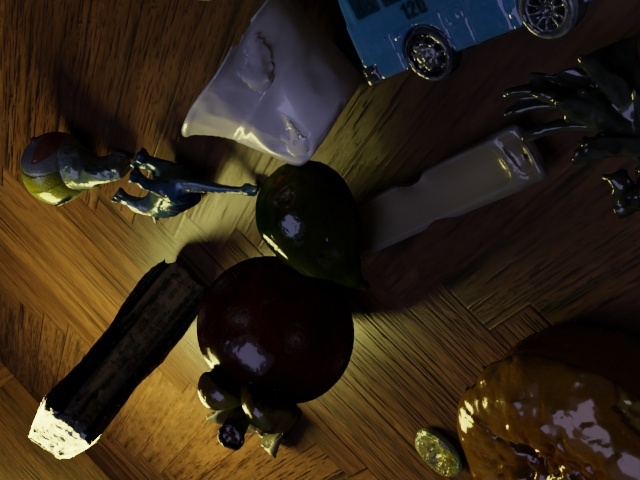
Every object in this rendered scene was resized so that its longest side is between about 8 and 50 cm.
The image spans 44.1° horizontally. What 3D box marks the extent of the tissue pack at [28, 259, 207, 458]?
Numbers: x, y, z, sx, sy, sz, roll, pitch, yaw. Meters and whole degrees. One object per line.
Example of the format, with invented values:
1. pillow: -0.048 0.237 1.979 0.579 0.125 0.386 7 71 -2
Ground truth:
1. tissue pack: -0.341 0.202 1.322 0.123 0.332 0.245 41 145 -6

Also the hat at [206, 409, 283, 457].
1. hat: -0.120 0.332 1.454 0.147 0.085 0.175 25 164 14

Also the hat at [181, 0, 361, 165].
1. hat: -0.039 -0.154 0.796 0.126 0.203 0.203 33 148 -11

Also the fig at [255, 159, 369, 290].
1. fig: 0.000 0.000 0.861 0.117 0.117 0.177 3 129 47

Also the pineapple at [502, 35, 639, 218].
1. pineapple: 0.287 -0.036 0.558 0.340 0.169 0.169 41 147 25

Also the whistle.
1. whistle: -0.398 -0.123 1.266 0.223 0.123 0.123 0 125 32

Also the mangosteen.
1. mangosteen: -0.067 0.149 1.029 0.215 0.257 0.215 13 152 7

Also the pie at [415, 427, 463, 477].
1. pie: 0.170 0.302 1.126 0.084 0.021 0.084 31 141 30

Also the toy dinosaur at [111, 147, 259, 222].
1. toy dinosaur: -0.227 -0.078 1.138 0.144 0.076 0.329 28 156 -31

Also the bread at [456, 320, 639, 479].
1. bread: 0.266 0.203 0.814 0.268 0.145 0.268 27 137 29

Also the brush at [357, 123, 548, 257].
1. brush: 0.108 -0.044 0.828 0.060 0.050 0.321 56 144 -6

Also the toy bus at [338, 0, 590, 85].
1. toy bus: 0.120 -0.210 0.589 0.234 0.116 0.133 -9 116 49
